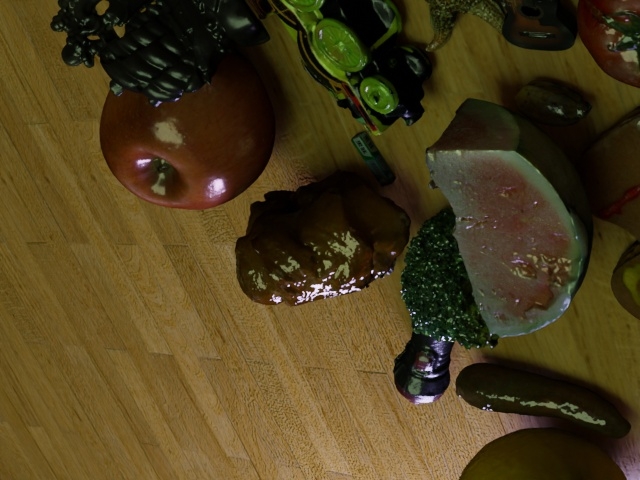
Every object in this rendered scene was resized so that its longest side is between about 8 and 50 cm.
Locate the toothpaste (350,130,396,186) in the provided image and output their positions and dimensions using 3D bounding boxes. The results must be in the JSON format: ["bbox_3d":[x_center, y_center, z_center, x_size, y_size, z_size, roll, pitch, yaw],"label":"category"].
[{"bbox_3d":[0.074,-0.114,1.940,0.020,0.017,0.083,-17,114,48],"label":"toothpaste"}]

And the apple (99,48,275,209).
[{"bbox_3d":[-0.192,-0.161,1.978,0.272,0.206,0.251,-12,120,45],"label":"apple"}]

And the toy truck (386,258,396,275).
[{"bbox_3d":[0.074,0.024,2.047,0.083,0.044,0.039,2,148,39],"label":"toy truck"}]

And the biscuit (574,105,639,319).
[{"bbox_3d":[0.413,-0.016,1.710,0.277,0.052,0.262,49,142,-6],"label":"biscuit"}]

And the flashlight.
[{"bbox_3d":[0.167,0.144,2.046,0.093,0.093,0.232,30,139,16],"label":"flashlight"}]

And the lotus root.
[{"bbox_3d":[0.284,-0.164,1.683,0.099,0.054,0.049,18,126,29],"label":"lotus root"}]

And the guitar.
[{"bbox_3d":[0.232,-0.290,1.560,0.088,0.025,0.233,9,154,25],"label":"guitar"}]

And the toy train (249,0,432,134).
[{"bbox_3d":[0.024,-0.269,1.777,0.160,0.100,0.296,-10,119,54],"label":"toy train"}]

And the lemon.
[{"bbox_3d":[0.322,0.405,2.013,0.293,0.293,0.293,23,138,23],"label":"lemon"}]

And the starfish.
[{"bbox_3d":[0.169,-0.297,1.672,0.176,0.053,0.208,34,148,-5],"label":"starfish"}]

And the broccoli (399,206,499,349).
[{"bbox_3d":[0.213,0.059,1.882,0.194,0.219,0.194,0,140,0],"label":"broccoli"}]

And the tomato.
[{"bbox_3d":[0.374,-0.239,1.516,0.225,0.085,0.225,22,138,21],"label":"tomato"}]

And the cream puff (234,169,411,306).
[{"bbox_3d":[0.000,0.000,1.957,0.269,0.241,0.155,-21,112,20],"label":"cream puff"}]

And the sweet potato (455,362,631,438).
[{"bbox_3d":[0.318,0.228,2.008,0.273,0.075,0.075,10,131,30],"label":"sweet potato"}]

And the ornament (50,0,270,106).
[{"bbox_3d":[-0.229,-0.289,1.835,0.260,0.106,0.251,-37,78,11],"label":"ornament"}]

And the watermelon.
[{"bbox_3d":[0.244,-0.020,1.720,0.180,0.224,0.305,-19,121,3],"label":"watermelon"}]
